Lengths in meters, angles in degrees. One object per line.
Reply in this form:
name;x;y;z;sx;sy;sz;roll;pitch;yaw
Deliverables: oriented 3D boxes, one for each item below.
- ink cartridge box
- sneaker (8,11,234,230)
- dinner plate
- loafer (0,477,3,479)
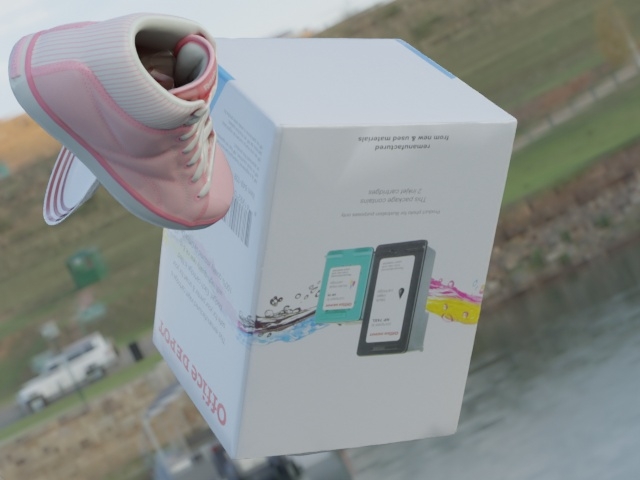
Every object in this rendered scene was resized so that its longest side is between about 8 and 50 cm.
ink cartridge box;0.000;0.000;1.244;0.197;0.270;0.198;-3;26;-25
sneaker;-0.060;-0.048;0.659;0.070;0.051;0.134;-14;-34;29
dinner plate;-0.189;-0.074;1.329;0.141;0.017;0.141;-45;28;33
loafer;-0.173;0.099;0.669;0.056;0.148;0.050;-46;37;-9
